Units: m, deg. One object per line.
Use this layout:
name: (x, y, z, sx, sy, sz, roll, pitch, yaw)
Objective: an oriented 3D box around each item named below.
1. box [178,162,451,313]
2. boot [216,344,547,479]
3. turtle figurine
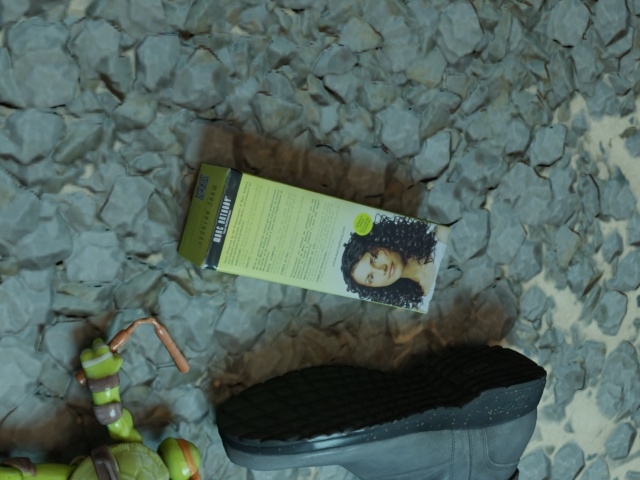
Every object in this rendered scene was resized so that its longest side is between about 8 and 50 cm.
box: (0.000, 0.000, 0.848, 0.232, 0.058, 0.087, 12, 95, -30)
boot: (0.065, 0.233, 0.911, 0.338, 0.118, 0.223, -3, 111, -22)
turtle figurine: (-0.179, 0.212, 0.777, 0.217, 0.087, 0.270, -16, 108, -26)
